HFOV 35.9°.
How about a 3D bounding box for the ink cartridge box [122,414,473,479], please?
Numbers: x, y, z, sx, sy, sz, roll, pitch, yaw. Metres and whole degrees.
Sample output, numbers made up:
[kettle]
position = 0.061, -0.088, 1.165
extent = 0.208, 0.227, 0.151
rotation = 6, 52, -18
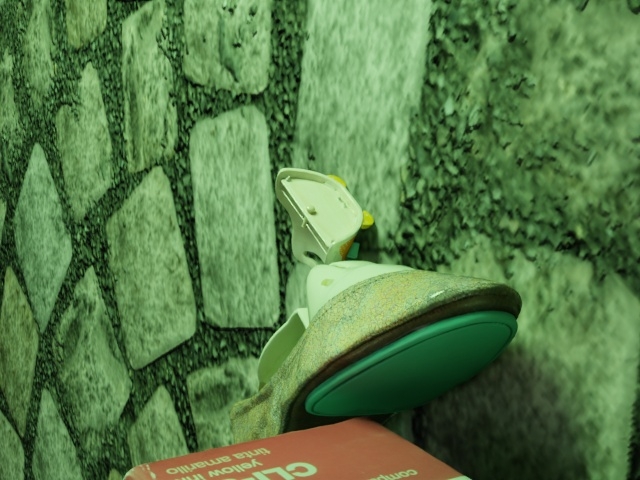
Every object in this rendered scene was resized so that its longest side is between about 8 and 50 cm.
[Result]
[ink cartridge box]
position = 0.059, 0.275, 0.399
extent = 0.384, 0.160, 0.279
rotation = 19, 109, 55

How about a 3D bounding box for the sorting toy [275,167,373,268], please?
[sorting toy]
position = 0.000, 0.000, 0.705
extent = 0.083, 0.044, 0.075
rotation = 55, 144, 38

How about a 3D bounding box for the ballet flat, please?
[ballet flat]
position = 0.011, 0.078, 0.641
extent = 0.316, 0.107, 0.106
rotation = -50, 46, 46
